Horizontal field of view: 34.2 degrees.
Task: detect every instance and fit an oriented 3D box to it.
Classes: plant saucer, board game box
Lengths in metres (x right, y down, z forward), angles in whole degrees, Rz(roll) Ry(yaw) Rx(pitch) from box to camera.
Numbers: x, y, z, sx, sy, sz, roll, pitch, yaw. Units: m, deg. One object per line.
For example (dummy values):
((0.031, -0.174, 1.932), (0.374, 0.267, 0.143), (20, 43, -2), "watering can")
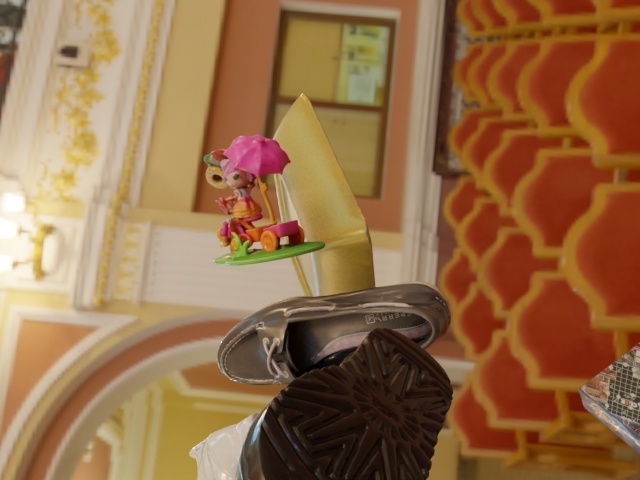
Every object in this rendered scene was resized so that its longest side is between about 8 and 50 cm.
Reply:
((0.000, 0.000, 1.603), (0.333, 0.080, 0.333), (82, 170, -46), "plant saucer")
((0.456, 0.210, 1.252), (0.243, 0.165, 0.042), (43, 163, 49), "board game box")

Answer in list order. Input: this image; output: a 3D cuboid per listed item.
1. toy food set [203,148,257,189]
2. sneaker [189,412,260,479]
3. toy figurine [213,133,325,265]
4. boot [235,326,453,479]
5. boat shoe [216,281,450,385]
((-0.129, -0.099, 1.488), (0.083, 0.083, 0.020), (89, -155, -52), "toy food set")
((-0.090, 0.379, 1.298), (0.114, 0.152, 0.305), (32, -138, -57), "sneaker")
((-0.086, -0.056, 1.338), (0.130, 0.173, 0.159), (-14, -85, -42), "toy figurine")
((-0.020, 0.232, 0.896), (0.260, 0.131, 0.348), (-52, -12, 21), "boot")
((0.007, 0.129, 1.380), (0.095, 0.335, 0.112), (-56, -51, -72), "boat shoe")
